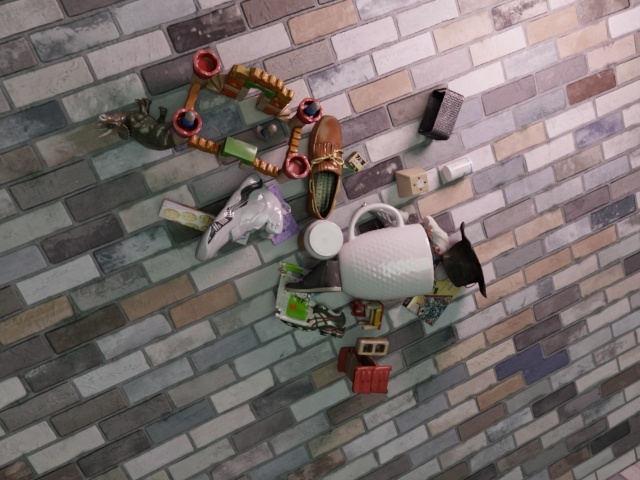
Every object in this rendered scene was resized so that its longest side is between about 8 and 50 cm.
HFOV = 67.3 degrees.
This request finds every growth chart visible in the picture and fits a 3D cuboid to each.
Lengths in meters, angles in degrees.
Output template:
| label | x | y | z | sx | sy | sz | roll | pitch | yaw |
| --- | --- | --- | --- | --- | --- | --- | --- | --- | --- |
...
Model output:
| label | x | y | z | sx | sy | sz | roll | pitch | yaw |
| --- | --- | --- | --- | --- | --- | --- | --- | --- | --- |
| growth chart | -0.093 | 0.207 | 1.851 | 0.172 | 0.021 | 0.237 | 11 | 71 | -20 |

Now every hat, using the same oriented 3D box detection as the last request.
| label | x | y | z | sx | sy | sz | roll | pitch | yaw |
| --- | --- | --- | --- | --- | --- | --- | --- | --- | --- |
| hat | 0.561 | 0.092 | 1.939 | 0.134 | 0.331 | 0.331 | -17 | 107 | 13 |

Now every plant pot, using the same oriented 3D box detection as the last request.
| label | x | y | z | sx | sy | sz | roll | pitch | yaw |
| --- | --- | --- | --- | --- | --- | --- | --- | --- | --- |
| plant pot | 0.369 | -0.227 | 1.897 | 0.109 | 0.096 | 0.108 | -15 | 105 | -12 |

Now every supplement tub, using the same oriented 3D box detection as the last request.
| label | x | y | z | sx | sy | sz | roll | pitch | yaw |
| --- | --- | --- | --- | --- | --- | --- | --- | --- | --- |
| supplement tub | 0.000 | 0.000 | 1.772 | 0.145 | 0.200 | 0.144 | 1 | 87 | -13 |
| supplement tub | 0.559 | -0.289 | 1.952 | 0.107 | 0.071 | 0.071 | -22 | 107 | -10 |

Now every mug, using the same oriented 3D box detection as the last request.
| label | x | y | z | sx | sy | sz | roll | pitch | yaw |
| --- | --- | --- | --- | --- | --- | --- | --- | --- | --- |
| mug | 0.225 | 0.045 | 1.827 | 0.328 | 0.276 | 0.373 | -8 | 98 | -2 |

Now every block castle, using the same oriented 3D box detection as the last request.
| label | x | y | z | sx | sy | sz | roll | pitch | yaw |
| --- | --- | --- | --- | --- | --- | --- | --- | --- | --- |
| block castle | -0.231 | -0.397 | 1.575 | 0.454 | 0.213 | 0.302 | 19 | 75 | -21 |

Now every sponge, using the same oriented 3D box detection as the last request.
| label | x | y | z | sx | sy | sz | roll | pitch | yaw |
| --- | --- | --- | --- | --- | --- | --- | --- | --- | --- |
| sponge | -0.174 | -0.096 | 1.804 | 0.117 | 0.031 | 0.210 | -32 | 107 | -9 |

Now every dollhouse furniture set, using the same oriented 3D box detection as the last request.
| label | x | y | z | sx | sy | sz | roll | pitch | yaw |
| --- | --- | --- | --- | --- | --- | --- | --- | --- | --- |
| dollhouse furniture set | 0.192 | 0.402 | 1.920 | 0.152 | 0.201 | 0.373 | 5 | 102 | -17 |

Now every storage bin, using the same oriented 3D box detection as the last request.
| label | x | y | z | sx | sy | sz | roll | pitch | yaw |
| --- | --- | --- | --- | --- | --- | --- | --- | --- | --- |
| storage bin | 0.464 | -0.485 | 1.855 | 0.084 | 0.122 | 0.180 | 16 | 97 | -18 |

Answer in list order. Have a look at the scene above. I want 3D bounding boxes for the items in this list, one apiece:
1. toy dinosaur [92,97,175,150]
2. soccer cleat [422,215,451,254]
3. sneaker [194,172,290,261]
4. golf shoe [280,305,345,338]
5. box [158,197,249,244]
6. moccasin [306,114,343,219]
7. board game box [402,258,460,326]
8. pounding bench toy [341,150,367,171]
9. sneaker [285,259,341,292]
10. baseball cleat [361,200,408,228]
| label | x | y | z | sx | sy | sz | roll | pitch | yaw |
| --- | --- | --- | --- | --- | --- | --- | --- | --- | --- |
| toy dinosaur | -0.568 | -0.372 | 1.606 | 0.314 | 0.121 | 0.160 | 22 | 107 | -24 |
| soccer cleat | 0.483 | -0.028 | 1.993 | 0.076 | 0.068 | 0.196 | -34 | 116 | -12 |
| sneaker | -0.260 | -0.042 | 1.666 | 0.210 | 0.137 | 0.365 | 37 | 70 | -12 |
| golf shoe | -0.027 | 0.310 | 1.912 | 0.273 | 0.105 | 0.120 | 15 | 77 | -20 |
| box | -0.412 | -0.067 | 1.725 | 0.324 | 0.063 | 0.067 | 20 | 96 | -19 |
| moccasin | 0.015 | -0.264 | 1.760 | 0.139 | 0.147 | 0.379 | 8 | 99 | -17 |
| board game box | 0.485 | 0.225 | 2.056 | 0.165 | 0.042 | 0.243 | 37 | 90 | -20 |
| pounding bench toy | 0.128 | -0.288 | 1.838 | 0.083 | 0.052 | 0.065 | -45 | 110 | -3 |
| sneaker | -0.027 | 0.136 | 1.788 | 0.222 | 0.083 | 0.118 | -4 | 80 | 21 |
| baseball cleat | 0.251 | -0.087 | 1.908 | 0.206 | 0.072 | 0.109 | 11 | 105 | -14 |
